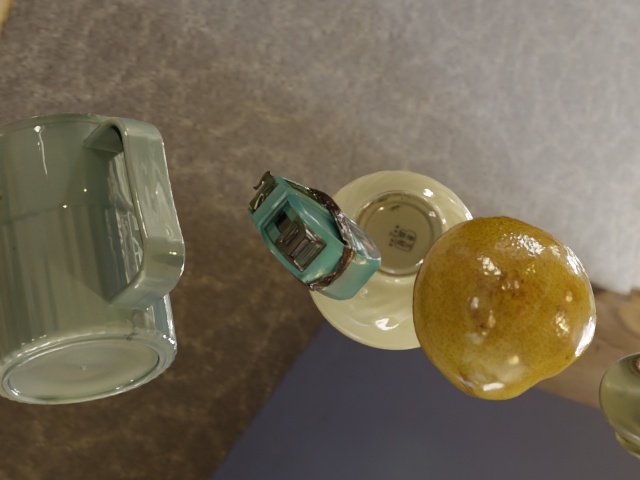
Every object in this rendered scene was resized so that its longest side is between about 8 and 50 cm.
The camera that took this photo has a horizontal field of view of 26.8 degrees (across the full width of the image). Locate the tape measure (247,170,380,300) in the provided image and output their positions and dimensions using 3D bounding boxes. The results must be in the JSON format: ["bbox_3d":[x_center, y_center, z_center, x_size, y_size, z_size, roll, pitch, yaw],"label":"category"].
[{"bbox_3d":[0.000,0.000,1.390,0.125,0.146,0.081,30,108,-41],"label":"tape measure"}]

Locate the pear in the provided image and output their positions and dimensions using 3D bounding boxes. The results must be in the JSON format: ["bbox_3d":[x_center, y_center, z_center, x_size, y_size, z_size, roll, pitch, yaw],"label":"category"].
[{"bbox_3d":[0.199,0.069,1.503,0.209,0.209,0.208,-15,112,-43],"label":"pear"}]

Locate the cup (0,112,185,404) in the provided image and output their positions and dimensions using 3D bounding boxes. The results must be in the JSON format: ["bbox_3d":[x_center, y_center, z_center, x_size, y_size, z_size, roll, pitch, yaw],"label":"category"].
[{"bbox_3d":[-0.299,0.021,1.743,0.257,0.331,0.311,41,32,-61],"label":"cup"}]

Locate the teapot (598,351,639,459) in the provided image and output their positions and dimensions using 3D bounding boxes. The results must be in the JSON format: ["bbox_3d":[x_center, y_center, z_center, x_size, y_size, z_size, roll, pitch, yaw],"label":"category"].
[{"bbox_3d":[0.562,0.268,1.955,0.220,0.318,0.149,-21,121,-44],"label":"teapot"}]

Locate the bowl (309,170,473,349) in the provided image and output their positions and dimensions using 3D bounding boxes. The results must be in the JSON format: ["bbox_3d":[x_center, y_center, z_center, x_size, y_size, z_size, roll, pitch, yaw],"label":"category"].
[{"bbox_3d":[0.112,0.012,1.979,0.277,0.277,0.145,-58,169,-16],"label":"bowl"}]
